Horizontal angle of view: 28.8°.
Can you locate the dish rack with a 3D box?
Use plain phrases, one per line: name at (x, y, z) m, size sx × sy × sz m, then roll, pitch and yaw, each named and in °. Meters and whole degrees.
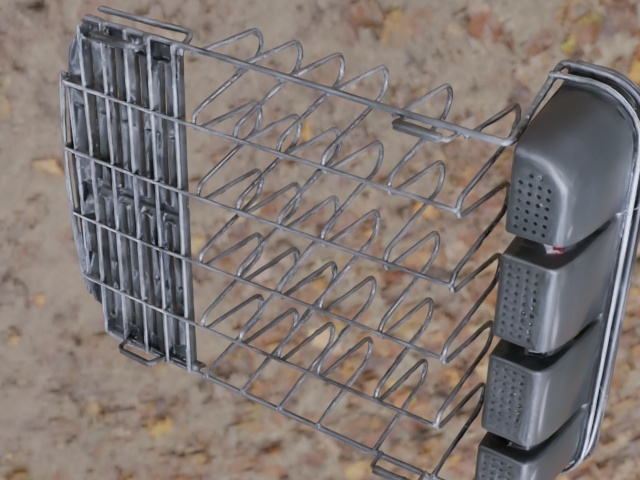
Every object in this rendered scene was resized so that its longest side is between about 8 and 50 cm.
dish rack at (0.000, 0.000, 0.572) m, size 0.271 × 0.074 × 0.208 m, roll 20°, pitch 126°, yaw 25°
